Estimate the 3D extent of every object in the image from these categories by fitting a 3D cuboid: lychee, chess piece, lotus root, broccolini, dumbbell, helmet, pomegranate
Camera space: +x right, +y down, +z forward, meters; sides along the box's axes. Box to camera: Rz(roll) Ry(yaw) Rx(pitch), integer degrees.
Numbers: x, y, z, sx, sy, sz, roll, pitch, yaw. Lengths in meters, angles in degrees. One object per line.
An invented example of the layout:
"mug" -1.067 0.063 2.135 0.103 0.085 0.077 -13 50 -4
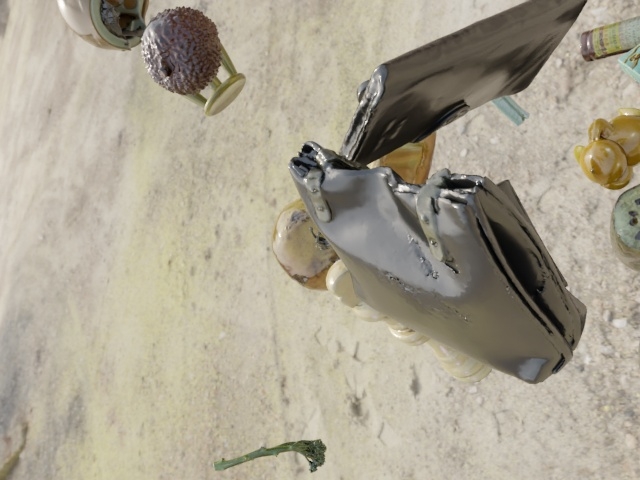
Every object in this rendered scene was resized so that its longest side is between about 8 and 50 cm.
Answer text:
"lychee" -0.205 -0.289 0.781 0.123 0.123 0.129 12 60 53
"chess piece" 0.168 0.145 0.952 0.117 0.397 0.117 -35 38 33
"lotus root" 0.968 -0.020 1.483 0.250 0.346 0.251 -17 59 31
"broccolini" -0.076 0.346 0.846 0.054 0.194 0.052 -114 33 -56
"dumbbell" 0.177 -0.417 1.648 0.100 0.100 0.191 -42 46 38
"helmet" -0.423 -0.469 0.989 0.198 0.130 0.224 86 -173 -51
"pomegranate" 0.000 0.000 1.437 0.281 0.281 0.281 -19 66 49

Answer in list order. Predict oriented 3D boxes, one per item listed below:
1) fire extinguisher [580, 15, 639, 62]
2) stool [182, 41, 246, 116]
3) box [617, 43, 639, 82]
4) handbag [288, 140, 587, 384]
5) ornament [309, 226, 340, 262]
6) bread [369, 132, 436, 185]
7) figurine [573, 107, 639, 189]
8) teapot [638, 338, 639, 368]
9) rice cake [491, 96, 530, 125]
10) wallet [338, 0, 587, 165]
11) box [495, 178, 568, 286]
"fire extinguisher" 0.735 -0.473 1.167 0.252 0.106 0.075 -1 107 48
"stool" -0.221 -0.320 1.017 0.134 0.110 0.135 -43 4 7
"box" 0.703 -0.350 0.990 0.162 0.041 0.229 -35 29 24
"handbag" 0.118 0.003 0.609 0.342 0.288 0.152 20 70 43
"ornament" 0.027 0.013 1.041 0.073 0.125 0.028 -4 57 16
"bread" 0.140 -0.130 0.940 0.136 0.107 0.241 -80 -1 -54
"figurine" 0.839 -0.260 1.467 0.228 0.215 0.215 -30 53 11
"teapot" 0.865 0.229 1.176 0.239 0.321 0.239 -1 109 29
"rice cake" 0.593 -0.530 1.802 0.063 0.336 0.066 -45 8 28
"wallet" 0.182 -0.210 0.677 0.051 0.377 0.197 54 155 15
"box" 0.454 0.045 1.430 0.345 0.204 0.251 62 157 3
